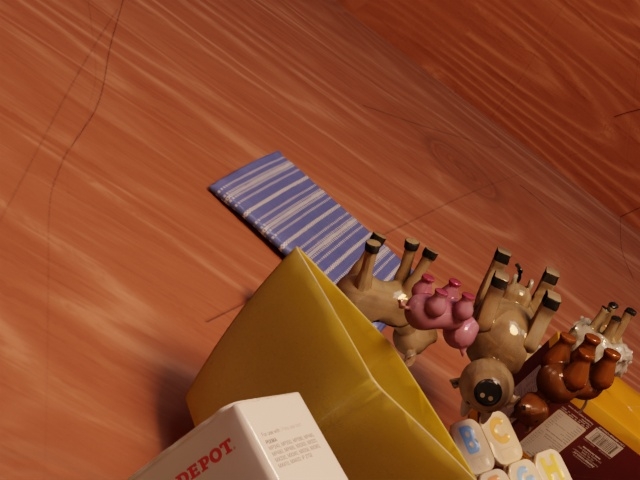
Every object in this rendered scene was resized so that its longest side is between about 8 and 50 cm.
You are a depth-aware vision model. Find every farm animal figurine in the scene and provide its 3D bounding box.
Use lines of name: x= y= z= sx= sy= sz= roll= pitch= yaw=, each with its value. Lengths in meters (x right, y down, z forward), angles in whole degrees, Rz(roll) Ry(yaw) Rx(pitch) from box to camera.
farm animal figurine: x=0.195 y=0.120 z=1.140 sx=0.330 sy=0.172 sz=0.326 roll=30 pitch=22 yaw=22

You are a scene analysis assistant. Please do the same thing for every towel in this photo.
towel: x=0.000 y=0.000 z=1.457 sx=0.336 sy=0.040 sz=0.243 roll=42 pitch=27 yaw=5

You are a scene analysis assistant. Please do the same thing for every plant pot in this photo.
plant pot: x=-0.007 y=0.176 z=0.918 sx=0.212 sy=0.187 sz=0.212 roll=46 pitch=8 yaw=-40

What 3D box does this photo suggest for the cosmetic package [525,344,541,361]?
cosmetic package: x=0.366 y=0.219 z=1.608 sx=0.060 sy=0.041 sz=0.115 roll=41 pitch=25 yaw=-3

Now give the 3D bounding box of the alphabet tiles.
alphabet tiles: x=0.231 y=0.348 z=1.125 sx=0.284 sy=0.021 sz=0.278 roll=-5 pitch=64 yaw=-40

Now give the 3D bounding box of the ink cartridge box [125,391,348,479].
ink cartridge box: x=-0.044 y=0.265 z=0.734 sx=0.100 sy=0.172 sz=0.237 roll=3 pitch=53 yaw=-59

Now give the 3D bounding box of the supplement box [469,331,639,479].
supplement box: x=0.342 y=0.276 z=1.303 sx=0.191 sy=0.194 sz=0.129 roll=37 pitch=26 yaw=-9

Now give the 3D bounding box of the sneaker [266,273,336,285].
sneaker: x=0.018 y=0.152 z=1.143 sx=0.290 sy=0.106 sz=0.123 roll=49 pitch=24 yaw=12
